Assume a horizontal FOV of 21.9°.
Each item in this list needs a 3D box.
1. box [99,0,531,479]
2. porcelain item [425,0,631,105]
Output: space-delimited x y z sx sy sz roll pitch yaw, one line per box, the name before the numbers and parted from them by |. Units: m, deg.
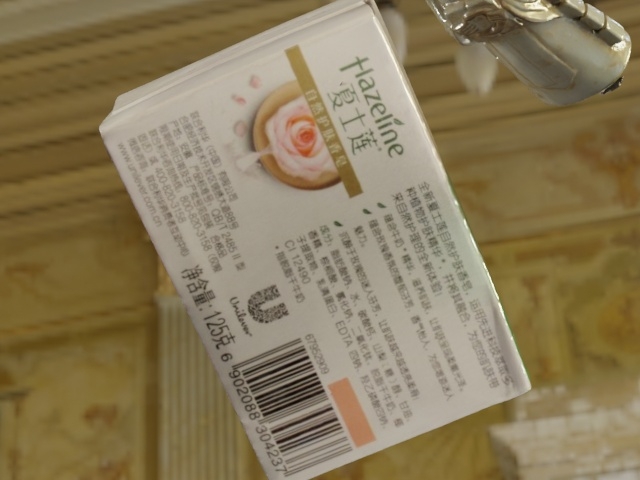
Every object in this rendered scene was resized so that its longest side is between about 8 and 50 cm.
box | 0.000 0.000 0.774 0.135 0.081 0.199 -22 -72 6
porcelain item | 0.097 -0.147 0.968 0.084 0.054 0.213 -20 -34 35
